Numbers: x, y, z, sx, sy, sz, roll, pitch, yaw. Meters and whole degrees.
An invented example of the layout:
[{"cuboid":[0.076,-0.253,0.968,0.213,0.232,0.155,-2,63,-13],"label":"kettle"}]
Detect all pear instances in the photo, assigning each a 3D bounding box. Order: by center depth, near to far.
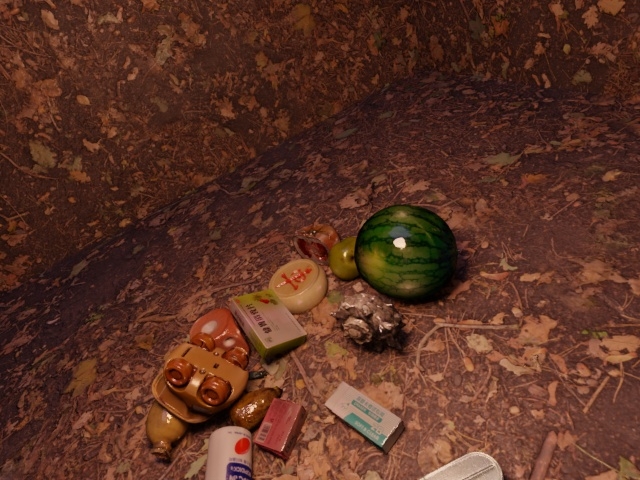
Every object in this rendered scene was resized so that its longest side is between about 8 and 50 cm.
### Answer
[{"cuboid":[0.111,0.069,1.678,0.180,0.166,0.216,-44,12,-7],"label":"pear"}]

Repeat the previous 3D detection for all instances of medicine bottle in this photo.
[{"cuboid":[-0.249,0.687,1.093,0.131,0.130,0.340,-20,35,6],"label":"medicine bottle"}]

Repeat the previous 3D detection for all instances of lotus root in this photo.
[{"cuboid":[-0.204,0.526,1.314,0.191,0.094,0.108,-33,58,-20],"label":"lotus root"},{"cuboid":[-0.501,0.570,1.382,0.146,0.131,0.303,-45,22,30],"label":"lotus root"}]

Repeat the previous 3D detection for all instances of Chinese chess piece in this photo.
[{"cuboid":[-0.093,0.185,1.685,0.251,0.097,0.250,-16,35,12],"label":"Chinese chess piece"}]

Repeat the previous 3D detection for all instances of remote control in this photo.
[{"cuboid":[0.311,0.588,0.963,0.248,0.052,0.104,-25,34,-1],"label":"remote control"}]

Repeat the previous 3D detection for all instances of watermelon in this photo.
[{"cuboid":[0.299,0.040,1.436,0.364,0.363,0.363,-16,36,12],"label":"watermelon"}]

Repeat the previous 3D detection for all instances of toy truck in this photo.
[{"cuboid":[-0.383,0.440,1.322,0.288,0.211,0.204,25,27,5],"label":"toy truck"}]

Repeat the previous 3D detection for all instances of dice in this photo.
[{"cuboid":[-0.370,0.376,1.534,0.174,0.179,0.175,-32,31,-10],"label":"dice"}]

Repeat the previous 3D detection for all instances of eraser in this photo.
[{"cuboid":[0.124,0.503,1.182,0.225,0.052,0.095,19,56,43],"label":"eraser"}]

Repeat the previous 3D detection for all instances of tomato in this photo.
[{"cuboid":[0.000,0.000,1.809,0.214,0.180,0.155,13,43,36],"label":"tomato"}]

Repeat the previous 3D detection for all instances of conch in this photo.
[{"cuboid":[0.140,0.260,1.322,0.241,0.313,0.185,13,80,-6],"label":"conch"}]

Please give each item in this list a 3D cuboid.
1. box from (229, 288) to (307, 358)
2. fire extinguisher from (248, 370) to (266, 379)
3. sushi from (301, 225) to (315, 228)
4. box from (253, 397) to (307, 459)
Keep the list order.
[{"cuboid":[-0.194,0.295,1.504,0.175,0.062,0.260,-10,43,-40],"label":"box"},{"cuboid":[-0.223,0.473,1.449,0.084,0.025,0.038,-12,14,17],"label":"fire extinguisher"},{"cuboid":[-0.043,-0.026,1.970,0.083,0.056,0.084,-14,34,1],"label":"sushi"},{"cuboid":[-0.119,0.564,1.240,0.112,0.060,0.156,2,45,32],"label":"box"}]
